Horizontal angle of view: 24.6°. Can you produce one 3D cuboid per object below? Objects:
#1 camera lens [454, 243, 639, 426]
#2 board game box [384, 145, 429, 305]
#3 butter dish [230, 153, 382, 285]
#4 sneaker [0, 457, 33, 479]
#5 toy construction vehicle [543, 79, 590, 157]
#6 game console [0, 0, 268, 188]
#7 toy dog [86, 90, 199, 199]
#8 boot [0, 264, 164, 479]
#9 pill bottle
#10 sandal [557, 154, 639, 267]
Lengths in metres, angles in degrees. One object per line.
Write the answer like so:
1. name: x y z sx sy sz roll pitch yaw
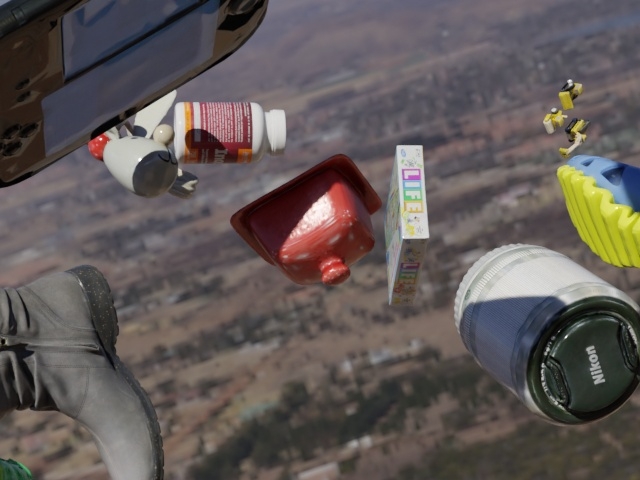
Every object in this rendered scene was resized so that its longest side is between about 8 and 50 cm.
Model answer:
1. camera lens: 0.345 0.138 2.212 0.219 0.219 0.274 -20 23 -13
2. board game box: 0.085 -0.013 1.480 0.026 0.103 0.154 0 -27 -3
3. butter dish: 0.000 0.000 1.712 0.160 0.118 0.160 -29 -31 8
4. sneaker: -0.355 0.258 1.464 0.109 0.295 0.123 -26 28 8
5. toy construction vehicle: 0.388 -0.188 2.275 0.035 0.086 0.098 7 45 41
6. game console: -0.202 -0.213 1.525 0.386 0.060 0.342 -35 -8 -20
7. toy dog: -0.277 -0.198 1.875 0.161 0.333 0.220 -60 -14 12
8. boot: -0.352 0.208 1.929 0.222 0.338 0.118 -16 -9 -44
9. pill bottle: -0.126 -0.149 2.035 0.152 0.086 0.086 -1 8 -8
10. sandal: 0.403 -0.033 1.747 0.138 0.126 0.317 -33 33 -13
